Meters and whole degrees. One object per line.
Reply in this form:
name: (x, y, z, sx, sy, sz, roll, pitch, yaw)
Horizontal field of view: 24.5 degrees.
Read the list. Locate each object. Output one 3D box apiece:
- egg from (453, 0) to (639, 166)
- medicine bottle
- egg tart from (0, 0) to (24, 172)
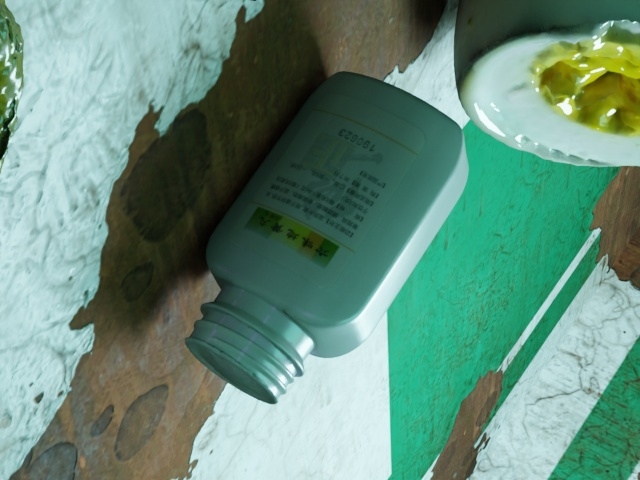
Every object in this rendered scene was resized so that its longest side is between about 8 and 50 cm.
egg: (0.339, -0.299, 1.693, 0.354, 0.355, 0.339, 66, 30, -64)
medicine bottle: (0.000, 0.000, 1.447, 0.324, 0.179, 0.124, -56, 159, -18)
egg tart: (-0.273, -0.071, 0.850, 0.234, 0.094, 0.234, -44, 152, -30)
